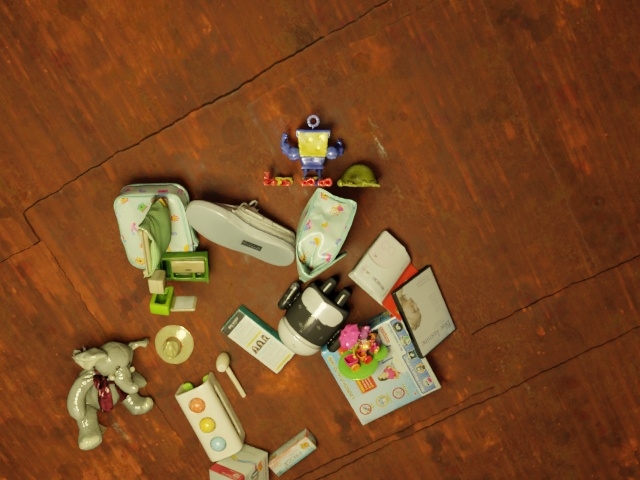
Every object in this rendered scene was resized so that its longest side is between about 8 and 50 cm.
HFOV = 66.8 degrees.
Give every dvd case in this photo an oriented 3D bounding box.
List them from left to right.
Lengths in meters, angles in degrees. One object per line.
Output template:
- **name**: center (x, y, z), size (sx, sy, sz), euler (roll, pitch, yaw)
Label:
- **dvd case**: center (0.342, 0.235, 1.600), size (0.180, 0.022, 0.253), euler (-32, 104, -29)

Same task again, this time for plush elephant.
- **plush elephant**: center (-0.674, 0.441, 1.572), size (0.255, 0.271, 0.330), euler (-43, 74, 33)

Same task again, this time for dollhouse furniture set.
- **dollhouse furniture set**: center (-0.413, 0.042, 1.402), size (0.151, 0.198, 0.302), euler (1, 124, -6)

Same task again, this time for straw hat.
- **straw hat**: center (-0.509, 0.369, 1.661), size (0.144, 0.061, 0.145), euler (0, 102, 1)

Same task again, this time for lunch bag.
- **lunch bag**: center (-0.503, -0.041, 1.522), size (0.223, 0.108, 0.279), euler (-5, 124, -4)
- **lunch bag**: center (0.000, 0.000, 1.473), size (0.160, 0.223, 0.263), euler (18, 82, -4)

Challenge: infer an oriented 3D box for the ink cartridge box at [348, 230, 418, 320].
- **ink cartridge box**: center (0.232, 0.113, 1.567), size (0.232, 0.066, 0.189), euler (40, 67, -3)

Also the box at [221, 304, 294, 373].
- **box**: center (-0.209, 0.335, 1.653), size (0.244, 0.060, 0.100), euler (40, 99, -7)

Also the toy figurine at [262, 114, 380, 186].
- **toy figurine**: center (0.005, -0.272, 1.471), size (0.362, 0.191, 0.218), euler (0, 97, -1)

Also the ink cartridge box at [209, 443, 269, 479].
- **ink cartridge box**: center (-0.278, 0.814, 1.678), size (0.127, 0.176, 0.128), euler (6, 104, 28)

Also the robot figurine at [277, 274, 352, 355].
- **robot figurine**: center (-0.015, 0.244, 1.582), size (0.173, 0.209, 0.278), euler (30, 102, -44)

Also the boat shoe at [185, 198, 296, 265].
- **boat shoe**: center (-0.235, -0.060, 1.533), size (0.366, 0.157, 0.136), euler (23, 134, -16)

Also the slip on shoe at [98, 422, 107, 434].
- **slip on shoe**: center (-0.823, 0.646, 1.732), size (0.135, 0.051, 0.041), euler (39, 59, 1)

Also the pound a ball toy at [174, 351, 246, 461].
- **pound a ball toy**: center (-0.353, 0.575, 1.666), size (0.208, 0.136, 0.319), euler (-23, 101, 5)

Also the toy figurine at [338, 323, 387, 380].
- **toy figurine**: center (0.124, 0.322, 1.508), size (0.173, 0.130, 0.159), euler (-25, 127, -16)

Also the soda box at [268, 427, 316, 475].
- **soda box**: center (-0.100, 0.758, 1.742), size (0.183, 0.058, 0.063), euler (-39, 99, 8)

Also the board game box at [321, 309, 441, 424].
- **board game box**: center (0.204, 0.426, 1.658), size (0.301, 0.086, 0.308), euler (-28, 100, 6)
